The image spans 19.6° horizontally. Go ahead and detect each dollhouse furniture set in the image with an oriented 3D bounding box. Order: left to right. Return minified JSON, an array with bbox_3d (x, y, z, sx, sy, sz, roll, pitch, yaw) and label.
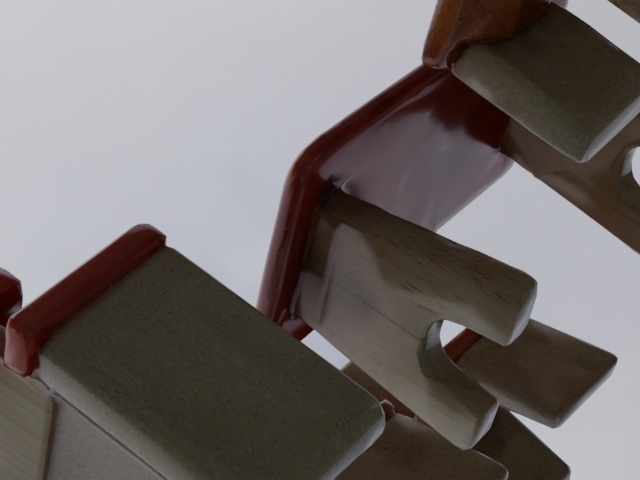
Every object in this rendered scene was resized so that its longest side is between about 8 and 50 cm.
[{"bbox_3d":[0.000,0.000,0.530,0.135,0.262,0.259,31,-139,21],"label":"dollhouse furniture set"}]
